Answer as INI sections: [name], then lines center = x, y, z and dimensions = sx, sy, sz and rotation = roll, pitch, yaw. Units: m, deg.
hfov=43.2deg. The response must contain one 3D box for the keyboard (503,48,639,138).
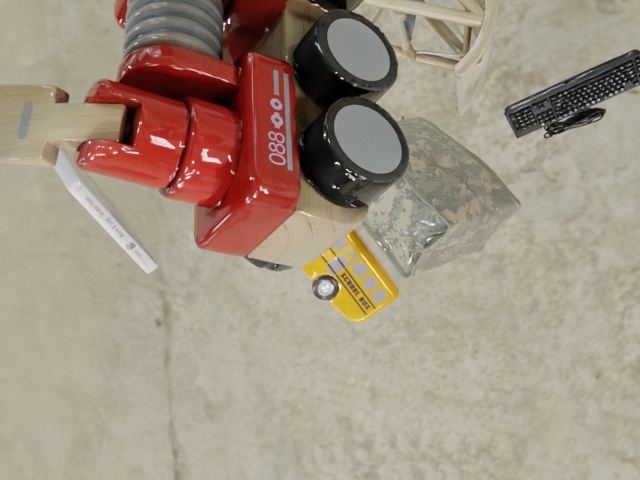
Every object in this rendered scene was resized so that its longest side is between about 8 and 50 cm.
[keyboard]
center = 0.358, -0.186, 1.116
dimensions = 0.192, 0.100, 0.038
rotation = -23, 56, 20

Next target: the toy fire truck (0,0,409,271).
[toy fire truck]
center = -0.100, -0.101, 0.470
dimensions = 0.158, 0.246, 0.217
rotation = -38, 47, 49

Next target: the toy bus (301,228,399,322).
[toy bus]
center = 0.000, 0.000, 1.498
dimensions = 0.130, 0.108, 0.332
rotation = -35, 110, 6

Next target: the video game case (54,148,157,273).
[video game case]
center = -0.250, -0.047, 0.896
dimensions = 0.019, 0.143, 0.157
rotation = -40, 42, -7

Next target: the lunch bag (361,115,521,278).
[lunch bag]
center = 0.171, -0.100, 1.455
dimensions = 0.287, 0.235, 0.169
rotation = 53, 132, 20

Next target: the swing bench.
[swing bench]
center = 0.154, -0.334, 1.201
dimensions = 0.255, 0.253, 0.165
rotation = 33, 91, 9
